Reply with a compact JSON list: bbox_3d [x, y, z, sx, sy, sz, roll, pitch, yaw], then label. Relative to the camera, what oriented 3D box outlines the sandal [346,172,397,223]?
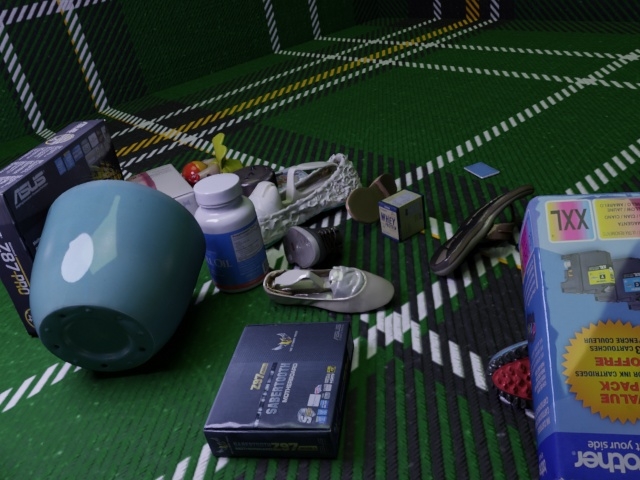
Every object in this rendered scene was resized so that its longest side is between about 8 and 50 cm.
[{"bbox_3d":[0.102,-0.085,1.358,0.079,0.088,0.240,-29,7,38],"label":"sandal"}]

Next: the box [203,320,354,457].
[{"bbox_3d":[-0.053,0.217,0.871,0.183,0.059,0.233,-4,29,14],"label":"box"}]

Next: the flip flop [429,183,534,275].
[{"bbox_3d":[0.325,-0.013,1.126,0.277,0.080,0.112,-42,1,-24],"label":"flip flop"}]

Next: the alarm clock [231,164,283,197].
[{"bbox_3d":[-0.200,-0.153,1.524,0.191,0.064,0.129,-9,29,10],"label":"alarm clock"}]

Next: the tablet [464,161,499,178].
[{"bbox_3d":[0.410,-0.179,1.461,0.054,0.006,0.083,-19,29,-13],"label":"tablet"}]

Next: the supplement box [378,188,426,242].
[{"bbox_3d":[0.178,-0.055,1.243,0.083,0.083,0.056,-26,32,-27],"label":"supplement box"}]

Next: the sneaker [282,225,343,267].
[{"bbox_3d":[0.000,0.000,1.149,0.118,0.083,0.222,-14,4,-14],"label":"sneaker"}]

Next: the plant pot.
[{"bbox_3d":[-0.362,0.081,1.002,0.292,0.293,0.235,-7,44,6],"label":"plant pot"}]

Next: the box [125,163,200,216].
[{"bbox_3d":[-0.372,-0.071,1.390,0.126,0.149,0.232,-22,31,-18],"label":"box"}]

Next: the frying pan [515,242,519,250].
[{"bbox_3d":[0.452,0.067,0.972,0.326,0.053,0.197,-7,31,49],"label":"frying pan"}]

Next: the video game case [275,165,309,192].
[{"bbox_3d":[-0.108,-0.141,1.551,0.183,0.023,0.201,-22,31,-18],"label":"video game case"}]

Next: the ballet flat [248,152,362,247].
[{"bbox_3d":[-0.080,-0.101,1.363,0.408,0.147,0.147,-29,34,-27],"label":"ballet flat"}]

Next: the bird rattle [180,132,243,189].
[{"bbox_3d":[-0.342,-0.175,1.634,0.253,0.143,0.206,-46,26,-21],"label":"bird rattle"}]

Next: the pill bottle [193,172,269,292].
[{"bbox_3d":[-0.183,-0.017,1.156,0.124,0.222,0.124,-8,29,5],"label":"pill bottle"}]

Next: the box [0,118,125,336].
[{"bbox_3d":[-0.536,-0.042,1.224,0.097,0.319,0.395,-4,29,12],"label":"box"}]

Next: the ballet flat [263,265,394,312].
[{"bbox_3d":[0.008,0.083,1.055,0.248,0.086,0.086,-2,30,19],"label":"ballet flat"}]

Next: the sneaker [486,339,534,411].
[{"bbox_3d":[0.363,0.167,0.813,0.261,0.104,0.125,-14,1,7],"label":"sneaker"}]

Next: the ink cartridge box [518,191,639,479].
[{"bbox_3d":[0.383,0.147,0.645,0.269,0.151,0.396,-2,64,14],"label":"ink cartridge box"}]
